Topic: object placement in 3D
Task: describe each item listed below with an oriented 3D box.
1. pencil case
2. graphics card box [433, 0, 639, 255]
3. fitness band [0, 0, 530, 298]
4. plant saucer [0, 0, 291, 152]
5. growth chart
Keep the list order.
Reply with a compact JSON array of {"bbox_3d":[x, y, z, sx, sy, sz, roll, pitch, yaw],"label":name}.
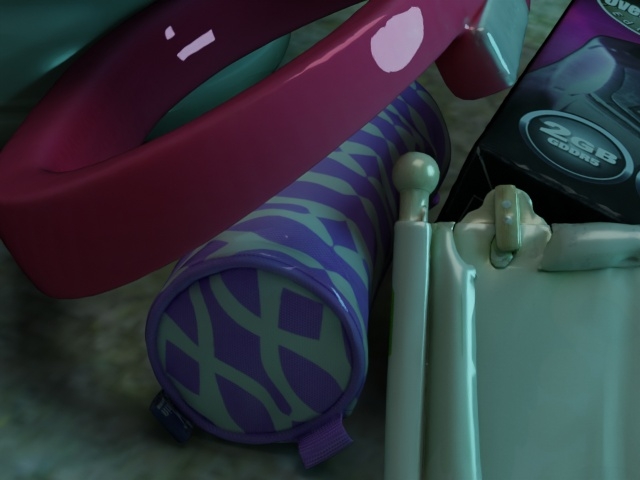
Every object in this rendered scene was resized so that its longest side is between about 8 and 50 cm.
[{"bbox_3d":[0.000,0.000,0.684,0.088,0.086,0.206,44,31,-12],"label":"pencil case"},{"bbox_3d":[0.196,-0.026,0.749,0.233,0.094,0.371,29,34,7],"label":"graphics card box"},{"bbox_3d":[-0.023,-0.071,0.680,0.209,0.054,0.291,-21,19,17],"label":"fitness band"},{"bbox_3d":[-0.206,-0.177,0.896,0.400,0.100,0.400,8,31,-5],"label":"plant saucer"},{"bbox_3d":[0.130,0.069,0.557,0.237,0.172,0.021,8,-8,4],"label":"growth chart"}]
